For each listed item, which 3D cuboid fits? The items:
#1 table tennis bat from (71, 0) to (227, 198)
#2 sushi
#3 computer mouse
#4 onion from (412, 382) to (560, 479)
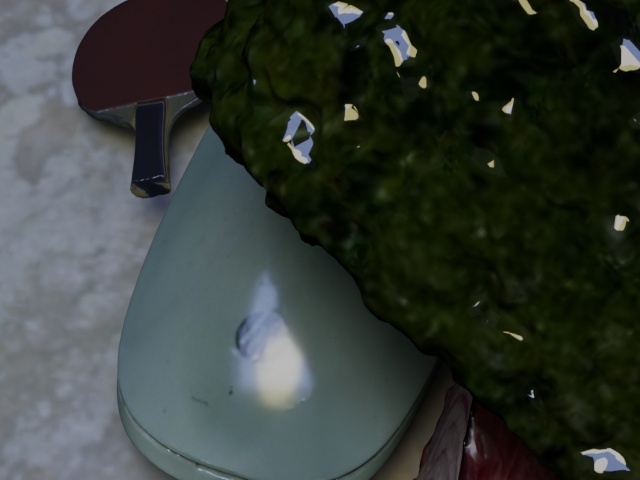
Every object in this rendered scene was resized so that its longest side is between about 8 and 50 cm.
[{"bbox_3d":[-0.088,-0.083,0.997,0.095,0.014,0.158,-10,45,8],"label":"table tennis bat"},{"bbox_3d":[0.135,-0.037,0.821,0.352,0.294,0.178,42,114,1],"label":"sushi"},{"bbox_3d":[-0.001,-0.002,0.934,0.160,0.097,0.288,17,65,12],"label":"computer mouse"},{"bbox_3d":[0.090,0.144,0.836,0.098,0.151,0.205,18,80,-6],"label":"onion"}]
